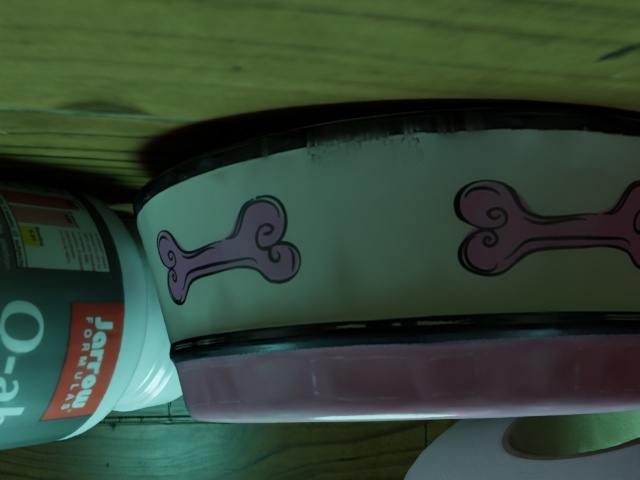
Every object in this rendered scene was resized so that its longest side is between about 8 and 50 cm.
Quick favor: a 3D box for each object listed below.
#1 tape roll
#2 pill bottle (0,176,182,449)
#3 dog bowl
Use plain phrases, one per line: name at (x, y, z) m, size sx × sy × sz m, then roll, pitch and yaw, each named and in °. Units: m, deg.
tape roll at (0.251, 0.154, 0.580) m, size 0.392 × 0.072 × 0.392 m, roll -23°, pitch 177°, yaw -1°
pill bottle at (-0.264, 0.053, 0.560) m, size 0.210 × 0.210 × 0.363 m, roll -3°, pitch 174°, yaw 37°
dog bowl at (0.074, 0.047, 0.538) m, size 0.407 × 0.151 × 0.408 m, roll -2°, pitch 169°, yaw 0°
